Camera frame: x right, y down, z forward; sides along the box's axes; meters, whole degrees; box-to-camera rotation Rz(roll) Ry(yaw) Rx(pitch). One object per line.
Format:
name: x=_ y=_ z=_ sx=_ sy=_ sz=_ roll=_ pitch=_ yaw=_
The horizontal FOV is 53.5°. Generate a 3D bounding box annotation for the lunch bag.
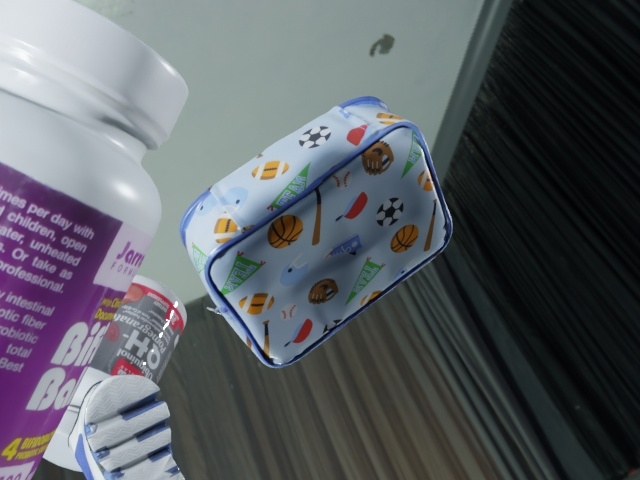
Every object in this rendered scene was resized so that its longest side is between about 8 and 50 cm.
lunch bag: x=0.000 y=0.000 z=0.732 sx=0.303 sy=0.115 sz=0.243 roll=-34 pitch=134 yaw=-8

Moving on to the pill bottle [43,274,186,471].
pill bottle: x=-0.370 y=0.225 z=1.108 sx=0.176 sy=0.319 sz=0.176 roll=9 pitch=134 yaw=9

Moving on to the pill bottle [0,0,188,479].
pill bottle: x=-0.201 y=0.010 z=0.383 sx=0.169 sy=0.169 sz=0.302 roll=34 pitch=79 yaw=-54

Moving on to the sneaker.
sneaker: x=-0.256 y=0.323 z=0.868 sx=0.127 sy=0.316 sz=0.182 roll=-14 pitch=-175 yaw=-30
